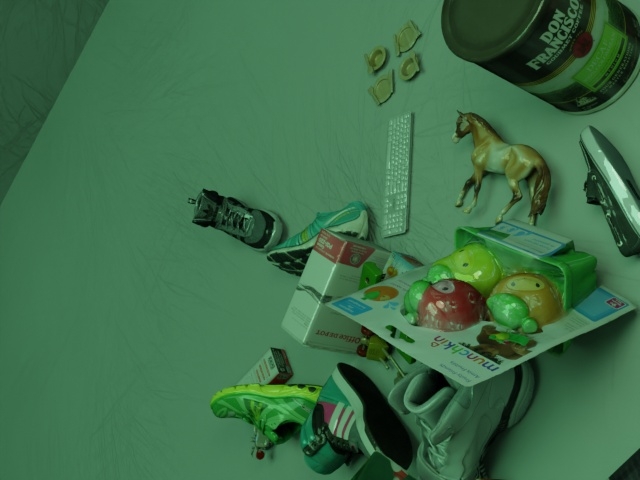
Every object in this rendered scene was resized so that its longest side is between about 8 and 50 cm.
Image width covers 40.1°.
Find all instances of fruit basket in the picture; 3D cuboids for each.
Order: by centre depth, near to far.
[{"bbox_3d":[0.238,0.084,1.333,0.327,0.352,0.166,27,123,51],"label":"fruit basket"}]

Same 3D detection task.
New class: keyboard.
[{"bbox_3d":[0.154,-0.134,1.773,0.072,0.014,0.256,-12,69,47],"label":"keyboard"}]

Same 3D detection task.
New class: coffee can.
[{"bbox_3d":[0.357,-0.337,1.396,0.201,0.275,0.202,-19,64,45],"label":"coffee can"}]

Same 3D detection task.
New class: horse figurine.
[{"bbox_3d":[0.319,-0.117,1.536,0.263,0.066,0.175,29,106,52],"label":"horse figurine"}]

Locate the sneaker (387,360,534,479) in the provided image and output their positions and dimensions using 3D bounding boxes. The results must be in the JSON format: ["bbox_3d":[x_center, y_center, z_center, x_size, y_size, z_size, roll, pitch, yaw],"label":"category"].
[{"bbox_3d":[0.189,0.329,1.421,0.137,0.210,0.366,36,106,49],"label":"sneaker"}]

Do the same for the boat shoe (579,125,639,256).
[{"bbox_3d":[0.449,-0.075,1.365,0.076,0.080,0.229,-40,57,32],"label":"boat shoe"}]

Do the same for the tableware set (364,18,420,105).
[{"bbox_3d":[0.153,-0.376,1.851,0.168,0.020,0.141,-34,54,38],"label":"tableware set"}]

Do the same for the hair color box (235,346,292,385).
[{"bbox_3d":[-0.125,0.306,1.930,0.141,0.043,0.072,-48,46,30],"label":"hair color box"}]

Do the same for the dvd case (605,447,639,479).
[{"bbox_3d":[0.478,0.325,1.184,0.221,0.018,0.165,-53,18,23],"label":"dvd case"}]

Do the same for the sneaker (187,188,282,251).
[{"bbox_3d":[-0.211,-0.049,2.063,0.268,0.153,0.101,24,97,50],"label":"sneaker"}]

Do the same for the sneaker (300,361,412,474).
[{"bbox_3d":[0.051,0.376,1.620,0.178,0.123,0.295,-58,27,14],"label":"sneaker"}]

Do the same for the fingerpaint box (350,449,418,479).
[{"bbox_3d":[-0.020,0.599,1.370,0.163,0.371,0.445,35,131,7],"label":"fingerpaint box"}]

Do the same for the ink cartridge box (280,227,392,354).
[{"bbox_3d":[0.039,0.102,1.714,0.092,0.158,0.218,29,100,48],"label":"ink cartridge box"}]

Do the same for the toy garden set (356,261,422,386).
[{"bbox_3d":[0.151,0.183,1.608,0.244,0.049,0.204,46,139,40],"label":"toy garden set"}]

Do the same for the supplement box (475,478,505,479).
[{"bbox_3d":[0.318,0.463,1.332,0.233,0.080,0.078,41,110,50],"label":"supplement box"}]

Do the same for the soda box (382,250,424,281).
[{"bbox_3d":[0.190,0.089,1.621,0.183,0.058,0.063,40,109,47],"label":"soda box"}]

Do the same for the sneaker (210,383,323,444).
[{"bbox_3d":[-0.113,0.359,1.813,0.295,0.109,0.124,-7,77,33],"label":"sneaker"}]

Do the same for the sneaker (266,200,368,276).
[{"bbox_3d":[0.000,0.000,1.866,0.275,0.107,0.110,-23,41,38],"label":"sneaker"}]

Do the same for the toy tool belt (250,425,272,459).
[{"bbox_3d":[-0.125,0.432,1.893,0.051,0.052,0.083,104,173,-73],"label":"toy tool belt"}]
